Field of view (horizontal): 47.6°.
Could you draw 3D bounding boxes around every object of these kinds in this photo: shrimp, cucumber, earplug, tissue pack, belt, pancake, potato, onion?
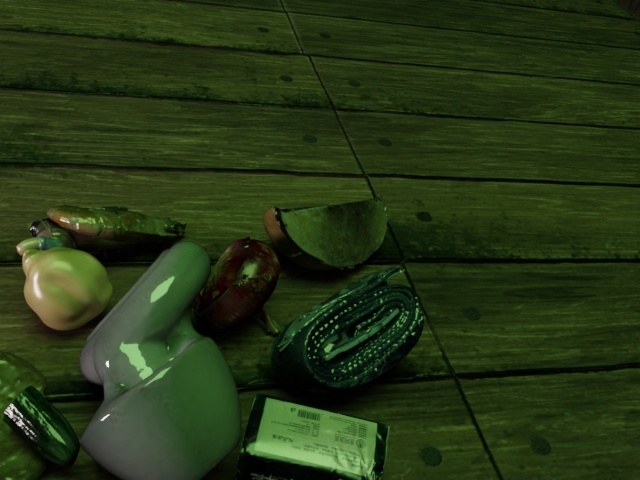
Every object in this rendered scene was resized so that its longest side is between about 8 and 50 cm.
[{"bbox_3d":[-0.308,-0.028,1.111,0.223,0.047,0.126,8,9,-45],"label":"shrimp"},{"bbox_3d":[-0.304,0.210,0.805,0.105,0.048,0.048,36,43,17],"label":"cucumber"},{"bbox_3d":[-0.190,0.142,0.869,0.175,0.214,0.325,25,33,-34],"label":"earplug"},{"bbox_3d":[-0.009,0.254,0.861,0.170,0.090,0.103,13,38,1],"label":"tissue pack"},{"bbox_3d":[0.032,0.135,1.003,0.218,0.128,0.122,-27,92,-38],"label":"belt"},{"bbox_3d":[-0.410,0.206,0.821,0.222,0.042,0.236,-17,53,-45],"label":"pancake"},{"bbox_3d":[0.000,0.000,1.197,0.261,0.100,0.120,-8,81,-46],"label":"potato"},{"bbox_3d":[-0.099,0.081,1.036,0.140,0.150,0.150,41,35,-18],"label":"onion"}]

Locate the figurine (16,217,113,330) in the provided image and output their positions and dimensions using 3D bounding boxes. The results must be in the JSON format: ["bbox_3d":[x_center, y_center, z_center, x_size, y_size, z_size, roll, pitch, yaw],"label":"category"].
[{"bbox_3d":[-0.364,0.037,0.999,0.108,0.114,0.196,-23,42,-25],"label":"figurine"}]
